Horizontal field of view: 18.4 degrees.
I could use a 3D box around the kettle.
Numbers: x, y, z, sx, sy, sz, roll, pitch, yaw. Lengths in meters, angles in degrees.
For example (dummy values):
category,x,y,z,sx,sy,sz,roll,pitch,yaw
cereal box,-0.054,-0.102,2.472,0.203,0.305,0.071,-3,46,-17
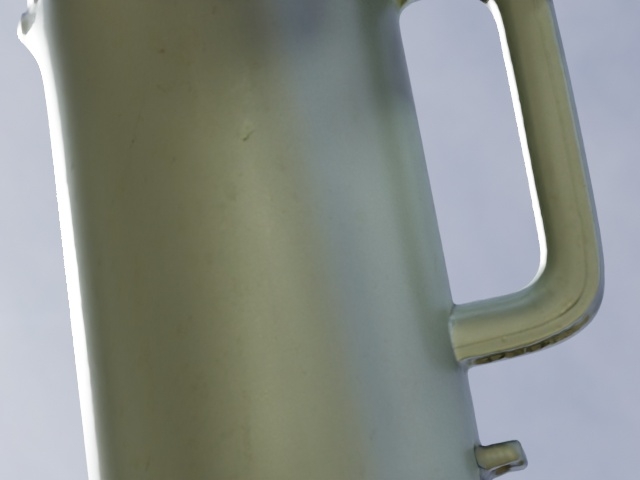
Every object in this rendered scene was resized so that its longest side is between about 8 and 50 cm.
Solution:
category,x,y,z,sx,sy,sz,roll,pitch,yaw
kettle,-0.012,0.000,1.012,0.265,0.205,0.318,-15,-101,38
